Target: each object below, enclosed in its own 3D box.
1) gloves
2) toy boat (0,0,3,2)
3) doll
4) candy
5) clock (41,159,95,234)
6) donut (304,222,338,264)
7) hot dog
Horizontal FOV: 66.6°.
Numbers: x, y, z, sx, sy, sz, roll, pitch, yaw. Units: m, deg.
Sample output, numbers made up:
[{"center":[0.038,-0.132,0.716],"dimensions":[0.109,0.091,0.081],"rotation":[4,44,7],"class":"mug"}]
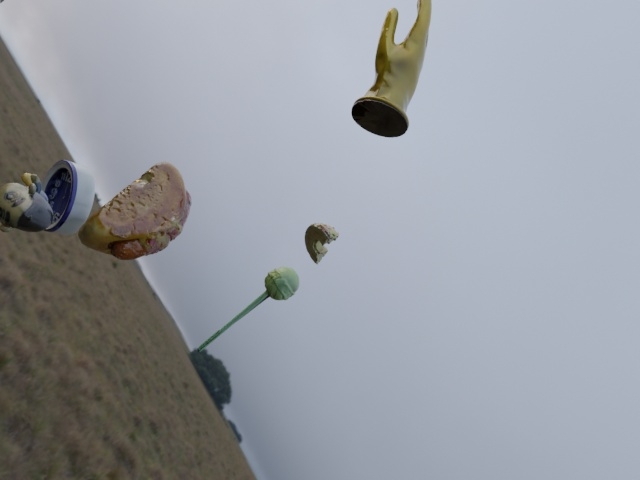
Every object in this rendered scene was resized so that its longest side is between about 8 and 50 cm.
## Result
[{"center":[0.166,-0.364,0.983],"dimensions":[0.116,0.294,0.133],"rotation":[20,-14,5],"class":"gloves"},{"center":[-0.637,-0.487,0.866],"dimensions":[0.155,0.227,0.085],"rotation":[41,9,-44],"class":"toy boat"},{"center":[-0.493,-0.063,0.807],"dimensions":[0.089,0.101,0.179],"rotation":[31,-1,-43],"class":"doll"},{"center":[-0.198,0.191,1.323],"dimensions":[0.092,0.336,0.093],"rotation":[50,-7,5],"class":"candy"},{"center":[-0.801,-0.132,1.533],"dimensions":[0.083,0.230,0.230],"rotation":[20,18,-49],"class":"clock"},{"center":[-0.001,-0.005,1.677],"dimensions":[0.108,0.065,0.166],"rotation":[54,-36,22],"class":"donut"},{"center":[-0.392,-0.049,1.093],"dimensions":[0.153,0.256,0.150],"rotation":[48,-35,-15],"class":"hot dog"}]
